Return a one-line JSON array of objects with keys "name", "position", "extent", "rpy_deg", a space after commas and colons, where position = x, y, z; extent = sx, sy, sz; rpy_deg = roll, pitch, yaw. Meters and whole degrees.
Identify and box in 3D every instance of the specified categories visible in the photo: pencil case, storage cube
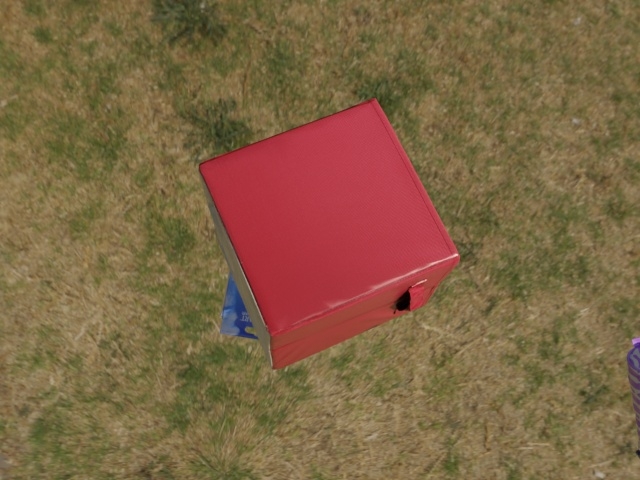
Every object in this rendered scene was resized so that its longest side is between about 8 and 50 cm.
[{"name": "pencil case", "position": [0.543, 0.261, 1.083], "extent": [0.086, 0.088, 0.206], "rpy_deg": [-12, 114, 10]}, {"name": "storage cube", "position": [0.000, 0.000, 0.712], "extent": [0.193, 0.183, 0.215], "rpy_deg": [-23, 73, -11]}]

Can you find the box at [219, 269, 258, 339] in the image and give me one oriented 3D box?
[{"name": "box", "position": [-0.080, 0.054, 0.977], "extent": [0.109, 0.042, 0.178], "rpy_deg": [11, 82, -9]}]
